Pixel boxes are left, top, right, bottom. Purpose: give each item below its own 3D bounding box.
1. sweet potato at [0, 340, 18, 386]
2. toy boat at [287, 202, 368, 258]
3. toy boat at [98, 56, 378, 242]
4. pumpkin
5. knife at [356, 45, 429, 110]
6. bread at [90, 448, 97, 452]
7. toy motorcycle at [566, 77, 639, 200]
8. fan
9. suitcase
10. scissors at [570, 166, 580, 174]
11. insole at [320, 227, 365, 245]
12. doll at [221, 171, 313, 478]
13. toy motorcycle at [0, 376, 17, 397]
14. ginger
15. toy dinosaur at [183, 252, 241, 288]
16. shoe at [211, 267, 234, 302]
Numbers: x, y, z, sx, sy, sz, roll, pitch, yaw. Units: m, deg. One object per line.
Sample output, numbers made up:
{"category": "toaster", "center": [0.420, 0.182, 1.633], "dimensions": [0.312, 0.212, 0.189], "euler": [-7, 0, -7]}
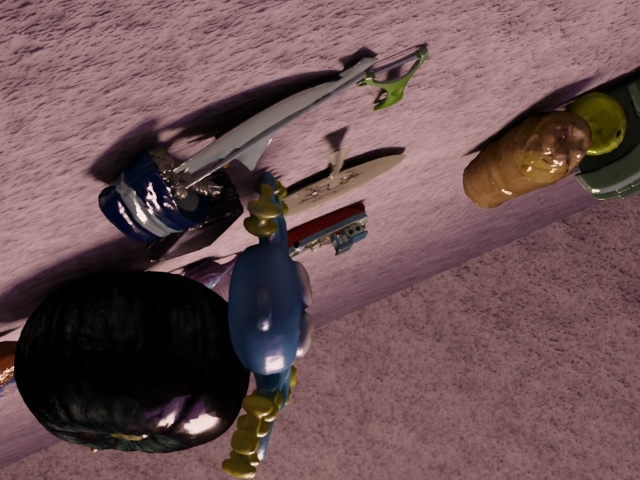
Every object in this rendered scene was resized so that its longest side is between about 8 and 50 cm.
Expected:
{"category": "sweet potato", "center": [-0.482, 0.181, 1.735], "dimensions": [0.205, 0.068, 0.060], "euler": [-14, 165, -7]}
{"category": "toy boat", "center": [0.000, 0.000, 1.980], "dimensions": [0.172, 0.059, 0.069], "euler": [-23, 172, -12]}
{"category": "toy boat", "center": [-0.066, -0.089, 1.212], "dimensions": [0.291, 0.067, 0.220], "euler": [-28, 171, 5]}
{"category": "pumpkin", "center": [-0.237, 0.147, 1.642], "dimensions": [0.315, 0.239, 0.315], "euler": [-1, 163, 0]}
{"category": "knife", "center": [0.071, -0.155, 1.320], "dimensions": [0.078, 0.023, 0.166], "euler": [-19, 171, -4]}
{"category": "bread", "center": [-0.292, 0.238, 2.246], "dimensions": [0.344, 0.084, 0.124], "euler": [-47, 164, 1]}
{"category": "toy motorcycle", "center": [0.539, -0.171, 1.962], "dimensions": [0.326, 0.200, 0.191], "euler": [-24, 172, 14]}
{"category": "fan", "center": [0.015, -0.082, 1.649], "dimensions": [0.233, 0.012, 0.415], "euler": [-24, 175, -7]}
{"category": "suitcase", "center": [-0.145, -0.025, 1.403], "dimensions": [0.086, 0.059, 0.126], "euler": [-20, 169, -34]}
{"category": "scissors", "center": [0.417, -0.137, 2.413], "dimensions": [0.180, 0.032, 0.393], "euler": [-29, 170, 30]}
{"category": "insole", "center": [0.014, 0.000, 2.220], "dimensions": [0.188, 0.004, 0.064], "euler": [-16, 168, -46]}
{"category": "doll", "center": [-0.050, 0.099, 1.507], "dimensions": [0.098, 0.346, 0.341], "euler": [4, 175, 7]}
{"category": "toy motorcycle", "center": [-0.469, 0.199, 1.881], "dimensions": [0.114, 0.076, 0.205], "euler": [-19, 179, 39]}
{"category": "ginger", "center": [0.311, -0.124, 1.908], "dimensions": [0.109, 0.117, 0.263], "euler": [12, 159, -21]}
{"category": "toy dinosaur", "center": [-0.179, 0.058, 1.896], "dimensions": [0.197, 0.045, 0.080], "euler": [-26, 163, -51]}
{"category": "shoe", "center": [-0.098, 0.081, 2.101], "dimensions": [0.137, 0.095, 0.245], "euler": [-22, 166, 7]}
